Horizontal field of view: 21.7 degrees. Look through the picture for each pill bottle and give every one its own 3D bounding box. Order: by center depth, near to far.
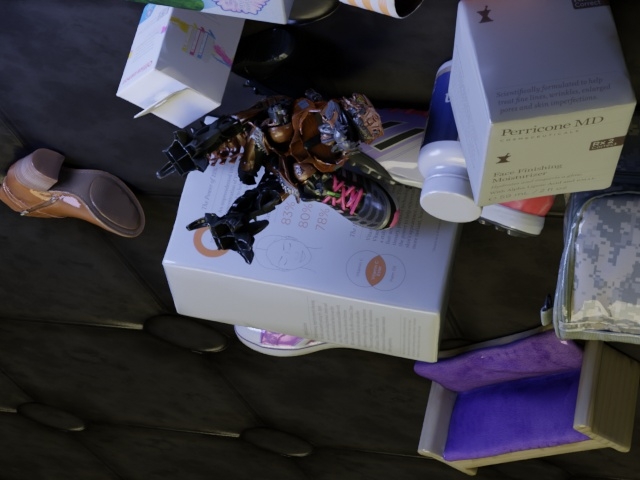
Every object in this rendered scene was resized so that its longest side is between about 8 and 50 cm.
[{"bbox_3d":[0.160,-0.110,1.858,0.094,0.169,0.094,11,155,5],"label":"pill bottle"}]

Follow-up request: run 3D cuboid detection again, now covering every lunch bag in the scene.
[{"bbox_3d":[0.416,0.010,1.878,0.305,0.256,0.212,6,155,14],"label":"lunch bag"}]

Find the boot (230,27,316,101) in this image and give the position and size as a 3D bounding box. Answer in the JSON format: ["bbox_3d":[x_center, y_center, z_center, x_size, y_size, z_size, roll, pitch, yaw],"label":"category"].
[{"bbox_3d":[-0.045,-0.197,1.932,0.121,0.045,0.099,-10,147,45],"label":"boot"}]

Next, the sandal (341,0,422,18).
[{"bbox_3d":[0.092,-0.267,1.672,0.265,0.076,0.102,4,153,20],"label":"sandal"}]

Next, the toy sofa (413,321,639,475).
[{"bbox_3d":[0.299,0.249,2.570,0.177,0.150,0.362,28,152,-31],"label":"toy sofa"}]

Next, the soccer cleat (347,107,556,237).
[{"bbox_3d":[0.132,-0.111,1.982,0.318,0.116,0.108,24,-172,16],"label":"soccer cleat"}]

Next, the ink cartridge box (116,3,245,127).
[{"bbox_3d":[-0.157,-0.200,1.863,0.090,0.143,0.092,26,153,-25],"label":"ink cartridge box"}]

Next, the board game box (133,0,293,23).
[{"bbox_3d":[-0.191,-0.348,1.660,0.318,0.066,0.318,9,155,9],"label":"board game box"}]

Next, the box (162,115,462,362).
[{"bbox_3d":[0.000,0.000,2.119,0.345,0.215,0.168,11,155,7],"label":"box"}]

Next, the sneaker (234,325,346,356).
[{"bbox_3d":[-0.001,0.091,2.466,0.282,0.102,0.161,-3,149,11],"label":"sneaker"}]

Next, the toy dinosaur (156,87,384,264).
[{"bbox_3d":[-0.057,-0.095,1.919,0.164,0.218,0.322,50,152,1],"label":"toy dinosaur"}]

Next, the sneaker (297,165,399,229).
[{"bbox_3d":[0.015,-0.062,2.003,0.170,0.063,0.075,35,-156,21],"label":"sneaker"}]

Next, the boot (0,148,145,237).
[{"bbox_3d":[-0.354,-0.053,2.366,0.197,0.073,0.152,35,149,-16],"label":"boot"}]

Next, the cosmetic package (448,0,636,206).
[{"bbox_3d":[0.223,-0.149,1.721,0.151,0.151,0.183,-9,155,-3],"label":"cosmetic package"}]
